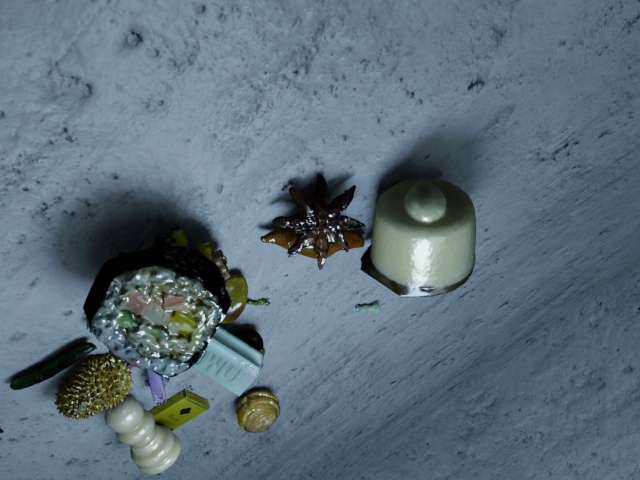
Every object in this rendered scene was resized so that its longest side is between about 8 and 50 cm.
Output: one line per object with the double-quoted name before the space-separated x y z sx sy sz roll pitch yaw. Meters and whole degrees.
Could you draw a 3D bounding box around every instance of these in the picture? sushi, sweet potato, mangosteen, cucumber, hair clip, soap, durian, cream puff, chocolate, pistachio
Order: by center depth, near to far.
"sushi" -0.395 0.127 1.408 0.328 0.285 0.328 22 117 -19
"cucumber" -0.765 0.359 1.606 0.284 0.056 0.056 -27 142 4
"sweet potato" -0.004 -0.001 1.609 0.359 0.112 0.112 1 133 -28
"chocolate" 0.289 -0.042 1.612 0.314 0.326 0.297 -24 122 -24
"pistachio" -0.284 0.181 1.650 0.110 0.100 0.189 13 128 -44
"durian" -0.683 0.454 1.687 0.183 0.138 0.250 43 102 -10
"soap" -0.314 0.358 1.740 0.261 0.094 0.150 34 115 -9
"hair clip" -0.541 0.406 1.772 0.137 0.090 0.278 -6 130 -7
"mangosteen" -0.240 0.368 1.845 0.137 0.151 0.137 -35 157 -17
"cream puff" -0.246 0.663 2.191 0.189 0.129 0.189 -14 130 -17

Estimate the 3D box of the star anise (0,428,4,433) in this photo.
"star anise" -1.068 0.585 1.649 0.234 0.073 0.177 -12 150 -45

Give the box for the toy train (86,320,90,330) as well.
"toy train" -0.588 0.218 1.557 0.122 0.050 0.081 -40 133 17

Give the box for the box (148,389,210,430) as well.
"box" -0.565 0.653 2.059 0.279 0.041 0.153 -32 140 5

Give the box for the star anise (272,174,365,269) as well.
"star anise" 0.011 -0.048 1.495 0.272 0.102 0.272 -4 103 -18

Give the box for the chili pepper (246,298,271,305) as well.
"chili pepper" -0.198 0.199 1.785 0.083 0.022 0.027 6 132 -30

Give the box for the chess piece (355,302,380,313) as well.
"chess piece" 0.169 0.250 2.048 0.093 0.042 0.042 -1 134 -24

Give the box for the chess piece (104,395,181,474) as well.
"chess piece" -0.617 0.651 1.907 0.167 0.167 0.300 -26 124 -3
